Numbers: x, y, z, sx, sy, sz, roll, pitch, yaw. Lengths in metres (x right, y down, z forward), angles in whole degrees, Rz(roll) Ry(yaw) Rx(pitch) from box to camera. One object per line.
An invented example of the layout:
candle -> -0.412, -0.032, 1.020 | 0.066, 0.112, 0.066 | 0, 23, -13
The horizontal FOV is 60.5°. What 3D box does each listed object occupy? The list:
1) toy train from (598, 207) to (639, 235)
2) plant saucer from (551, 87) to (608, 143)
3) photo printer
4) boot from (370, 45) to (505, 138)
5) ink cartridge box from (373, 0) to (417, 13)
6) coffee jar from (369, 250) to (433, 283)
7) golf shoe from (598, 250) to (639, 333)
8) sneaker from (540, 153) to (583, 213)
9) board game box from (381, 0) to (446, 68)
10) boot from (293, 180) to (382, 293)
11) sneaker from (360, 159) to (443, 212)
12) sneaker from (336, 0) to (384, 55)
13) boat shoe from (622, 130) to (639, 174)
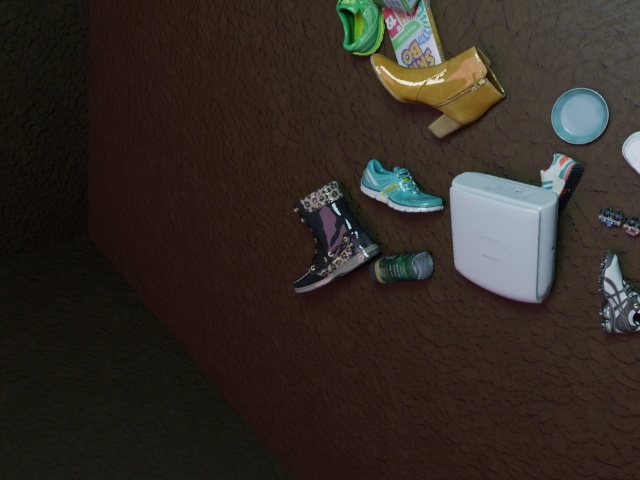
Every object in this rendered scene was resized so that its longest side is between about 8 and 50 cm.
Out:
toy train -> 0.678, -0.028, 1.184 | 0.158, 0.027, 0.036 | 30, 138, 33
plant saucer -> 0.566, -0.271, 1.196 | 0.119, 0.021, 0.120 | 20, 120, 39
photo printer -> 0.443, 0.004, 1.340 | 0.256, 0.107, 0.308 | 24, 138, 42
boot -> 0.286, -0.404, 1.330 | 0.295, 0.104, 0.211 | 42, 131, -12
ink cartridge box -> 0.218, -0.664, 1.326 | 0.109, 0.062, 0.209 | 31, 90, 34
coffee jar -> 0.237, 0.082, 1.638 | 0.184, 0.096, 0.079 | -11, 96, 47
golf shoe -> 0.674, 0.115, 1.225 | 0.093, 0.077, 0.198 | 0, 114, 35
sneaker -> 0.539, -0.126, 1.274 | 0.075, 0.057, 0.161 | 54, 142, 41
board game box -> 0.249, -0.497, 1.411 | 0.124, 0.039, 0.260 | -9, 106, 47
boot -> 0.000, 0.000, 1.817 | 0.377, 0.138, 0.284 | -31, 85, 44
sneaker -> 0.224, -0.149, 1.552 | 0.275, 0.107, 0.110 | 28, 116, 35
sneaker -> 0.111, -0.636, 1.434 | 0.109, 0.123, 0.296 | 20, 120, 40
boat shoe -> 0.706, -0.113, 1.063 | 0.277, 0.096, 0.098 | 45, 135, 23
